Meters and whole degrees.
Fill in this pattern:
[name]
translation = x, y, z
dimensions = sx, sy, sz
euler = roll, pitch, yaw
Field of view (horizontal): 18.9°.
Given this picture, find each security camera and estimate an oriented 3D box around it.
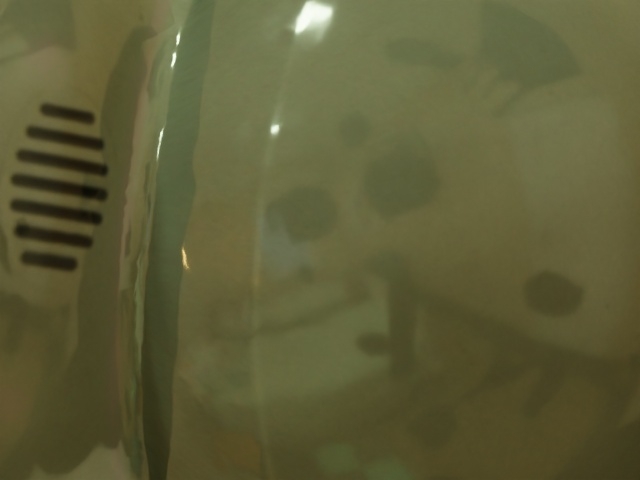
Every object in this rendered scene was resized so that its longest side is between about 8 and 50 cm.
[security camera]
translation = 0.000, 0.000, 0.498
dimensions = 0.236, 0.195, 0.194
euler = 4, -16, 6
